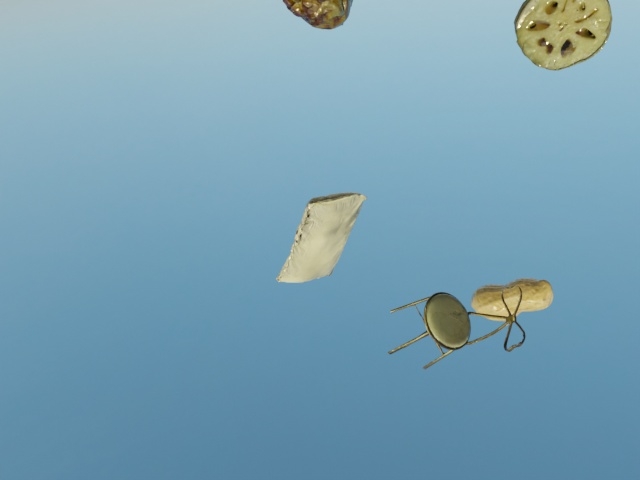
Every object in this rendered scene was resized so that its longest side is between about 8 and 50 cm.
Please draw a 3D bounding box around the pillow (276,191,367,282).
[{"bbox_3d":[0.000,0.000,1.132,0.128,0.229,0.051,-6,-132,-31],"label":"pillow"}]

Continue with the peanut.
[{"bbox_3d":[0.580,0.179,1.792,0.257,0.123,0.123,-15,-160,41],"label":"peanut"}]

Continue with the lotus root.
[{"bbox_3d":[0.531,-0.467,1.278,0.203,0.183,0.078,-10,-170,46],"label":"lotus root"}]

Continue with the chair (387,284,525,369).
[{"bbox_3d":[0.323,0.201,1.459,0.170,0.326,0.160,24,-123,-22],"label":"chair"}]

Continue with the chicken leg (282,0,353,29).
[{"bbox_3d":[-0.047,-0.544,1.057,0.140,0.361,0.211,-21,-146,11],"label":"chicken leg"}]
